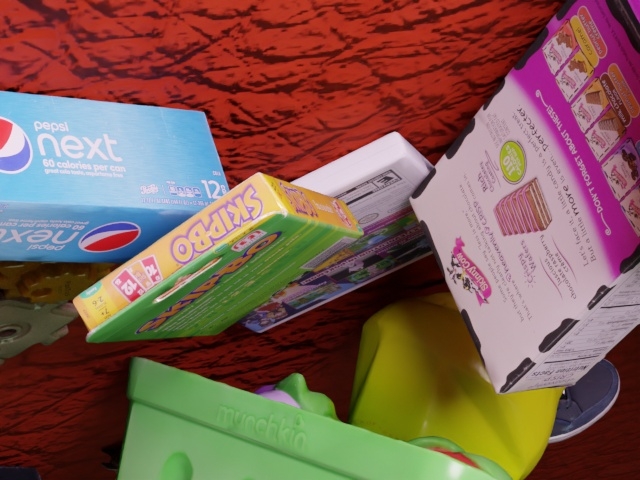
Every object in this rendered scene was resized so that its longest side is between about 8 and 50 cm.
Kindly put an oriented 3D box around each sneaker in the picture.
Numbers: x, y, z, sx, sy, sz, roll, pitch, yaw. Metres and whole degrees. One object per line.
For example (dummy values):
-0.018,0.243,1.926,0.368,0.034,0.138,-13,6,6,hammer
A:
0.199,0.145,1.516,0.226,0.086,0.163,-13,160,-9,sneaker

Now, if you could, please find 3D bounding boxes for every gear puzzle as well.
-0.260,0.083,1.077,0.339,0.044,0.175,-30,155,27,gear puzzle

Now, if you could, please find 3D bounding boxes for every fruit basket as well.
0.056,0.154,1.207,0.392,0.392,0.283,-29,138,25,fruit basket

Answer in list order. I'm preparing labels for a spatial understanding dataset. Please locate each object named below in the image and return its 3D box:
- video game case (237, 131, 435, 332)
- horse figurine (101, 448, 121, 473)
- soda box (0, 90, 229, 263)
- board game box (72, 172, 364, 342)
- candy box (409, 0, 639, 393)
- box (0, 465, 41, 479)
0.000,0.000,1.115,0.201,0.023,0.183,-26,156,15,video game case
-0.070,0.222,1.505,0.175,0.066,0.263,-14,165,20,horse figurine
-0.155,-0.033,0.854,0.210,0.071,0.067,3,150,-41,soda box
-0.053,0.014,0.915,0.124,0.039,0.259,-34,174,8,board game box
0.162,-0.032,0.959,0.071,0.159,0.233,-2,147,-33,candy box
-0.519,0.395,1.271,0.472,0.297,0.480,-32,154,27,box
